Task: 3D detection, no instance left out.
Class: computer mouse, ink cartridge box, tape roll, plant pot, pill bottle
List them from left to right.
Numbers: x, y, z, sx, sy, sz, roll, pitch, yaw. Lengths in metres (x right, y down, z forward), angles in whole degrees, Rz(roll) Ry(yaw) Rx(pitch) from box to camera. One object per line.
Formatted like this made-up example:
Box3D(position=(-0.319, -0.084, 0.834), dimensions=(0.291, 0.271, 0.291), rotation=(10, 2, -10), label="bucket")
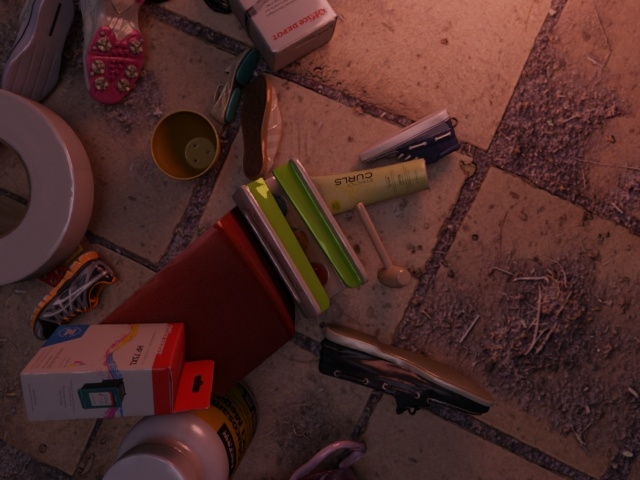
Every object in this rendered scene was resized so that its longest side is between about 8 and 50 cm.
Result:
Box3D(position=(-0.652, -0.104, 0.912), dimensions=(0.391, 0.072, 0.393), rotation=(0, 93, 6), label="tape roll")
Box3D(position=(-0.274, 0.182, 0.658), dimensions=(0.230, 0.134, 0.078), rotation=(0, 107, -10), label="ink cartridge box")
Box3D(position=(-0.293, -0.524, 0.946), dimensions=(0.241, 0.041, 0.071), rotation=(15, 91, 4), label="computer mouse")
Box3D(position=(-0.233, 0.367, 0.803), dimensions=(0.187, 0.334, 0.188), rotation=(0, 91, 4), label="pill bottle")
Box3D(position=(-0.257, -0.184, 0.919), dimensions=(0.134, 0.095, 0.134), rotation=(0, 91, 4), label="plant pot")
Box3D(position=(-0.189, 0.118, 0.850), dimensions=(0.267, 0.267, 0.236), rotation=(-40, 100, 4), label="plant pot")
Box3D(position=(-0.086, -0.464, 0.895), dimensions=(0.153, 0.087, 0.209), rotation=(-32, 87, -8), label="ink cartridge box")

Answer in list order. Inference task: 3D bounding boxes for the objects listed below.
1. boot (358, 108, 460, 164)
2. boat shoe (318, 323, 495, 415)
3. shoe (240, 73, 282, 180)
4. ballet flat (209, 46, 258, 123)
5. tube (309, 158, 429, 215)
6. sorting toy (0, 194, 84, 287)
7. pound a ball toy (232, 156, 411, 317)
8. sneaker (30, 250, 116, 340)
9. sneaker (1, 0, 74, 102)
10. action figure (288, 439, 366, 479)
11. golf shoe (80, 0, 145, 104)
Box3D(position=(0.176, -0.178, 0.901), dimensions=(0.189, 0.069, 0.086), rotation=(-24, 107, 15), label="boot")
Box3D(position=(0.151, 0.273, 0.876), dimensions=(0.339, 0.127, 0.113), rotation=(20, 93, 6), label="boat shoe")
Box3D(position=(-0.119, -0.226, 0.933), dimensions=(0.076, 0.058, 0.219), rotation=(1, 86, 36), label="shoe")
Box3D(position=(-0.182, -0.323, 0.933), dimensions=(0.052, 0.057, 0.168), rotation=(24, 92, 14), label="ballet flat")
Box3D(position=(0.092, -0.104, 0.907), dimensions=(0.240, 0.062, 0.070), rotation=(-10, 54, 17), label="tube")
Box3D(position=(-0.627, -0.007, 0.975), dimensions=(0.274, 0.046, 0.132), rotation=(25, 93, 5), label="sorting toy")
Box3D(position=(0.000, 0.000, 0.889), dimensions=(0.208, 0.135, 0.319), rotation=(-33, 93, -21), label="pound a ball toy")
Box3D(position=(-0.515, 0.128, 0.952), dimensions=(0.083, 0.084, 0.215), rotation=(38, 92, -1), label="sneaker")
Box3D(position=(-0.593, -0.405, 0.958), dimensions=(0.091, 0.094, 0.258), rotation=(38, 101, 35), label="sneaker")
Box3D(position=(-0.105, 0.527, 0.868), dimensions=(0.370, 0.248, 0.276), rotation=(-17, 54, 28), label="action figure")
Box3D(position=(-0.435, -0.439, 0.939), dimensions=(0.140, 0.115, 0.307), rotation=(24, 106, 39), label="golf shoe")
